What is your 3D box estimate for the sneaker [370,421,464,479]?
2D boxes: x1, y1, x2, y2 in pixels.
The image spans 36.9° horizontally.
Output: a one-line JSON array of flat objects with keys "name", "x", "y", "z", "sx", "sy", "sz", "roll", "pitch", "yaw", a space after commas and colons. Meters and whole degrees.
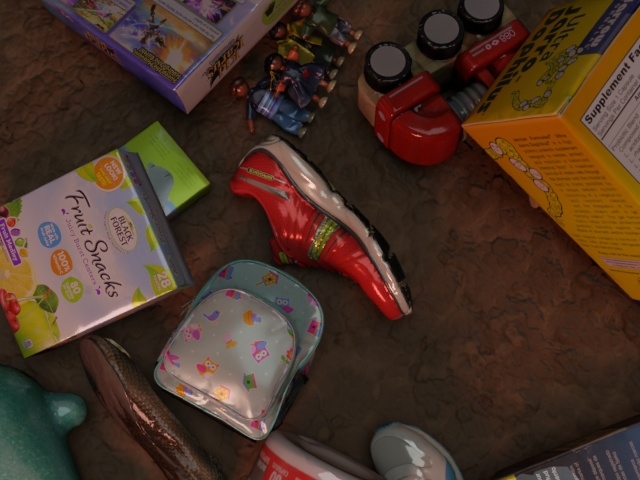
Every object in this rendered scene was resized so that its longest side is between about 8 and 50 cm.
[{"name": "sneaker", "x": 0.122, "y": 0.315, "z": 1.093, "sx": 0.087, "sy": 0.092, "sz": 0.228, "roll": -34, "pitch": 79, "yaw": 30}]

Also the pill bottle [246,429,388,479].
[{"name": "pill bottle", "x": -0.043, "y": 0.365, "z": 1.037, "sx": 0.161, "sy": 0.161, "sz": 0.283, "roll": 26, "pitch": 86, "yaw": 1}]

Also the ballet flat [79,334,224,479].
[{"name": "ballet flat", "x": -0.192, "y": 0.208, "z": 1.119, "sx": 0.058, "sy": 0.084, "sz": 0.250, "roll": -35, "pitch": 83, "yaw": -36}]

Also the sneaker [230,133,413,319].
[{"name": "sneaker", "x": 0.000, "y": 0.000, "z": 1.175, "sx": 0.118, "sy": 0.107, "sz": 0.279, "roll": -44, "pitch": 81, "yaw": 7}]

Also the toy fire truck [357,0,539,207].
[{"name": "toy fire truck", "x": 0.192, "y": -0.150, "z": 1.196, "sx": 0.217, "sy": 0.158, "sz": 0.246, "roll": -32, "pitch": 72, "yaw": -11}]

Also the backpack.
[{"name": "backpack", "x": -0.085, "y": 0.117, "z": 1.108, "sx": 0.166, "sy": 0.144, "sz": 0.188, "roll": 29, "pitch": 74, "yaw": 7}]

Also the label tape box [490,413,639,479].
[{"name": "label tape box", "x": 0.309, "y": 0.357, "z": 1.101, "sx": 0.334, "sy": 0.106, "sz": 0.240, "roll": -19, "pitch": 81, "yaw": -10}]

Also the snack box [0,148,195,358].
[{"name": "snack box", "x": -0.276, "y": 0.015, "z": 1.110, "sx": 0.207, "sy": 0.070, "sz": 0.174, "roll": -25, "pitch": 87, "yaw": 10}]

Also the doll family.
[{"name": "doll family", "x": -0.036, "y": -0.222, "z": 1.214, "sx": 0.111, "sy": 0.076, "sz": 0.193, "roll": 29, "pitch": 75, "yaw": -13}]

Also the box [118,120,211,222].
[{"name": "box", "x": -0.237, "y": -0.051, "z": 1.180, "sx": 0.178, "sy": 0.042, "sz": 0.109, "roll": -39, "pitch": 83, "yaw": -12}]

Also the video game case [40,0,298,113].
[{"name": "video game case", "x": -0.182, "y": -0.321, "z": 1.195, "sx": 0.269, "sy": 0.061, "sz": 0.244, "roll": 37, "pitch": 76, "yaw": 22}]

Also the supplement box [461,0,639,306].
[{"name": "supplement box", "x": 0.376, "y": -0.090, "z": 1.101, "sx": 0.356, "sy": 0.195, "sz": 0.194, "roll": 42, "pitch": 77, "yaw": -19}]

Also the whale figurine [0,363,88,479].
[{"name": "whale figurine", "x": -0.339, "y": 0.256, "z": 1.056, "sx": 0.272, "sy": 0.141, "sz": 0.216, "roll": 43, "pitch": 78, "yaw": 4}]
